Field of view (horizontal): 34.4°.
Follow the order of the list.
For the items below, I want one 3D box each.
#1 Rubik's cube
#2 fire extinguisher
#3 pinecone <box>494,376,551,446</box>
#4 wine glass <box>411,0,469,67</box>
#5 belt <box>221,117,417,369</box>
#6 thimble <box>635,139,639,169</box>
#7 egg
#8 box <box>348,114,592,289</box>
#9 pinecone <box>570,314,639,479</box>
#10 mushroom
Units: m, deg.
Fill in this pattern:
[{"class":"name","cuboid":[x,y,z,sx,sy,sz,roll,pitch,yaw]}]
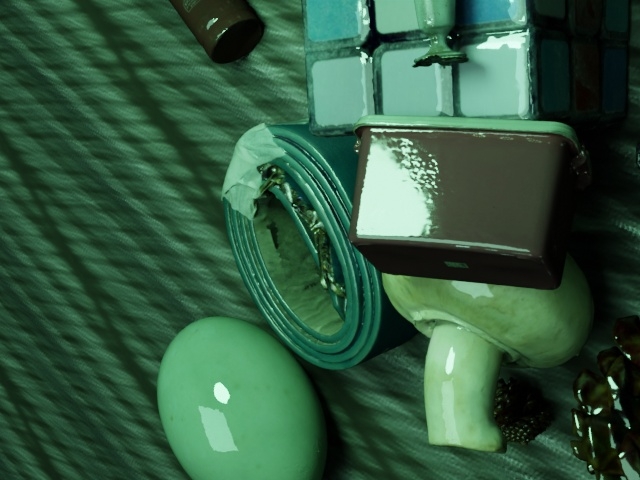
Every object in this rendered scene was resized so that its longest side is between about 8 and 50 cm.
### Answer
[{"class":"Rubik's cube","cuboid":[0.200,-0.321,1.413,0.362,0.359,0.363,5,98,34]},{"class":"fire extinguisher","cuboid":[-0.234,-0.489,1.903,0.135,0.114,0.337,-35,72,-5]},{"class":"pinecone","cuboid":[0.297,0.267,1.607,0.109,0.102,0.102,40,120,31]},{"class":"wine glass","cuboid":[0.133,-0.285,1.214,0.072,0.072,0.155,-2,96,39]},{"class":"belt","cuboid":[0.000,0.002,1.753,0.300,0.173,0.436,-32,77,41]},{"class":"thimble","cuboid":[0.488,-0.113,1.406,0.104,0.066,0.095,5,100,41]},{"class":"egg","cuboid":[-0.140,0.315,1.854,0.276,0.276,0.389,-44,66,35]},{"class":"box","cuboid":[0.179,-0.044,1.285,0.294,0.193,0.167,5,72,22]},{"class":"pinecone","cuboid":[0.488,0.246,1.278,0.398,0.398,0.397,8,103,38]},{"class":"mushroom","cuboid":[0.256,0.102,1.486,0.315,0.315,0.356,-40,71,36]}]
